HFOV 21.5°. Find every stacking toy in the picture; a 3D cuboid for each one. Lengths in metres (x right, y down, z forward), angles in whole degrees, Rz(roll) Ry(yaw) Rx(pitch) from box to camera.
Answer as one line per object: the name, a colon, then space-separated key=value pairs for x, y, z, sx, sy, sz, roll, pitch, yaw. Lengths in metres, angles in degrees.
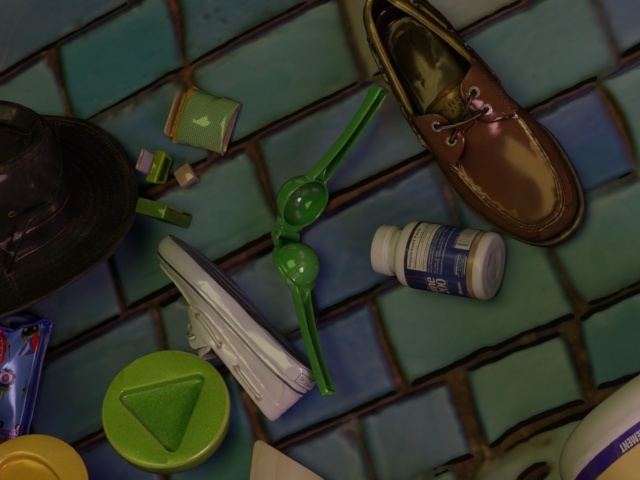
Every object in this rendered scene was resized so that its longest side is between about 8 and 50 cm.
stacking toy: x=-0.162 y=0.282 z=1.701 sx=0.279 sy=0.130 sz=0.309 roll=-42 pitch=64 yaw=-18

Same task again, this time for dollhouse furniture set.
dollhouse furniture set: x=-0.148 y=-0.093 z=1.779 sx=0.076 sy=0.058 sz=0.151 roll=16 pitch=85 yaw=27

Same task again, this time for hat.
hat: x=-0.364 y=-0.057 z=1.754 sx=0.331 sy=0.134 sz=0.331 roll=-7 pitch=48 yaw=8

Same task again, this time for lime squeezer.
lime squeezer: x=0.000 y=0.000 z=1.688 sx=0.110 sy=0.059 sz=0.310 roll=6 pitch=81 yaw=27

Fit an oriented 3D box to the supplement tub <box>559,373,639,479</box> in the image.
supplement tub: x=0.369 y=0.257 z=1.353 sx=0.241 sy=0.241 sz=0.331 roll=-36 pitch=65 yaw=14

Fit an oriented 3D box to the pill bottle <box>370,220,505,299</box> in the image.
pill bottle: x=0.112 y=0.017 z=1.627 sx=0.120 sy=0.067 sz=0.067 roll=9 pitch=82 yaw=27

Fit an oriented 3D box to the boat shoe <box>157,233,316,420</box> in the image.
boat shoe: x=-0.102 y=0.088 z=1.701 sx=0.076 sy=0.083 sz=0.226 roll=-49 pitch=64 yaw=6

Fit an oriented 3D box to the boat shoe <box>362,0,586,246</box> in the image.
boat shoe: x=0.134 y=-0.118 z=1.627 sx=0.111 sy=0.104 sz=0.307 roll=-43 pitch=64 yaw=10

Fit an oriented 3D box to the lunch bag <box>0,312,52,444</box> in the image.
lunch bag: x=-0.430 y=0.215 z=1.820 sx=0.221 sy=0.138 sz=0.293 roll=7 pitch=93 yaw=25
